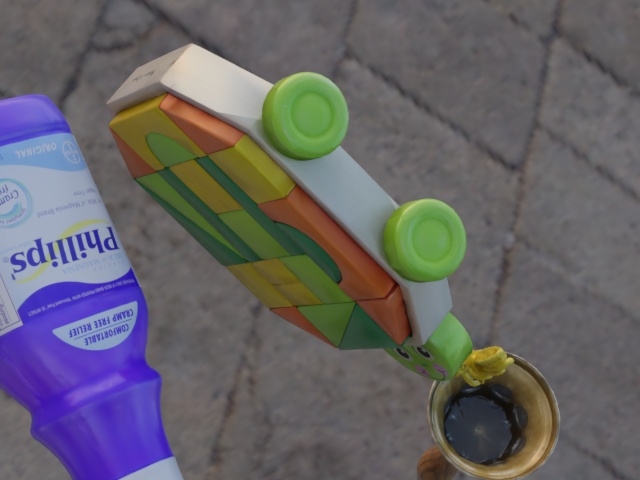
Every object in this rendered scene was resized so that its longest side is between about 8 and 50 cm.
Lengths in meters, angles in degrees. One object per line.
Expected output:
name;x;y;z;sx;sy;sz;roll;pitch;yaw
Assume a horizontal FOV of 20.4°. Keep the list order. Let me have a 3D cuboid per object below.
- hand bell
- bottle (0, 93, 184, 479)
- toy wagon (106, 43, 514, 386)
hand bell;0.135;0.201;1.729;0.126;0.242;0.126;4;69;-10
bottle;-0.176;0.046;1.182;0.118;0.092;0.283;-18;81;-40
toy wagon;0.000;0.000;1.275;0.344;0.267;0.068;45;69;-16
